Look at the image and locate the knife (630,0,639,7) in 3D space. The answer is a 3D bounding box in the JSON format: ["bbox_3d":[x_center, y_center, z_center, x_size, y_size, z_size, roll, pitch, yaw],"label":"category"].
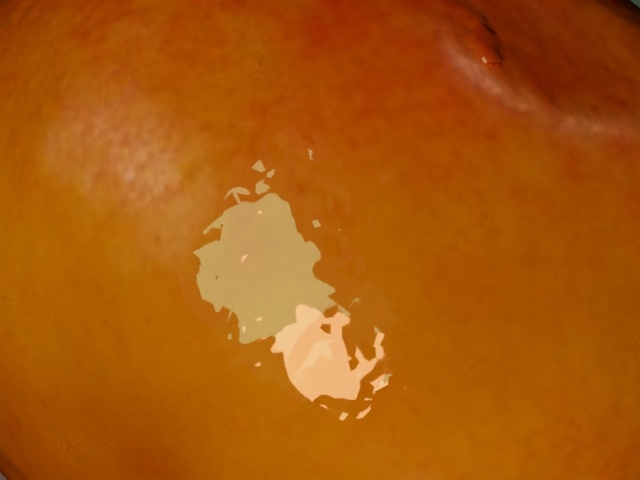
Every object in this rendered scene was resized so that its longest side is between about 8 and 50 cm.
[{"bbox_3d":[0.184,-0.193,0.690,0.063,0.034,0.260,31,98,29],"label":"knife"}]

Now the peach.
[{"bbox_3d":[0.001,-0.002,0.588,0.289,0.289,0.308,-31,88,17],"label":"peach"}]
